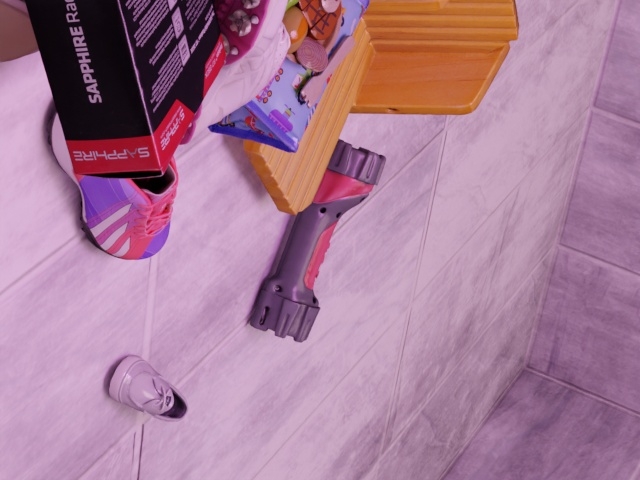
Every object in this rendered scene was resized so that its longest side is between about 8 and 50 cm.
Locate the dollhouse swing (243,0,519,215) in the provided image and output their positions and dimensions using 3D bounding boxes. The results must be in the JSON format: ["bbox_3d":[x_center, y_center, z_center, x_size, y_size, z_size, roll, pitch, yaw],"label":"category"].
[{"bbox_3d":[0.091,-0.207,2.247,0.347,0.315,0.305,63,31,-66],"label":"dollhouse swing"}]

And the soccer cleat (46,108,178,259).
[{"bbox_3d":[-0.204,-0.055,1.849,0.108,0.116,0.318,-59,159,-22],"label":"soccer cleat"}]

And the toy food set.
[{"bbox_3d":[-0.011,-0.259,1.924,0.132,0.038,0.192,-55,134,-27],"label":"toy food set"}]

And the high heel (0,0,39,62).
[{"bbox_3d":[-0.268,-0.253,1.543,0.261,0.093,0.186,35,46,-59],"label":"high heel"}]

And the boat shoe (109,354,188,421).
[{"bbox_3d":[-0.219,0.201,2.174,0.066,0.063,0.184,-62,160,-16],"label":"boat shoe"}]

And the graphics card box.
[{"bbox_3d":[-0.186,-0.269,1.471,0.233,0.094,0.371,-69,153,-54],"label":"graphics card box"}]

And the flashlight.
[{"bbox_3d":[0.000,0.000,2.485,0.304,0.103,0.103,-71,164,5],"label":"flashlight"}]

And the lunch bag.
[{"bbox_3d":[-0.094,-0.274,1.938,0.221,0.138,0.293,-65,147,-15],"label":"lunch bag"}]

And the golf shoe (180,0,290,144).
[{"bbox_3d":[-0.086,-0.220,1.728,0.140,0.115,0.306,-25,167,-34],"label":"golf shoe"}]
